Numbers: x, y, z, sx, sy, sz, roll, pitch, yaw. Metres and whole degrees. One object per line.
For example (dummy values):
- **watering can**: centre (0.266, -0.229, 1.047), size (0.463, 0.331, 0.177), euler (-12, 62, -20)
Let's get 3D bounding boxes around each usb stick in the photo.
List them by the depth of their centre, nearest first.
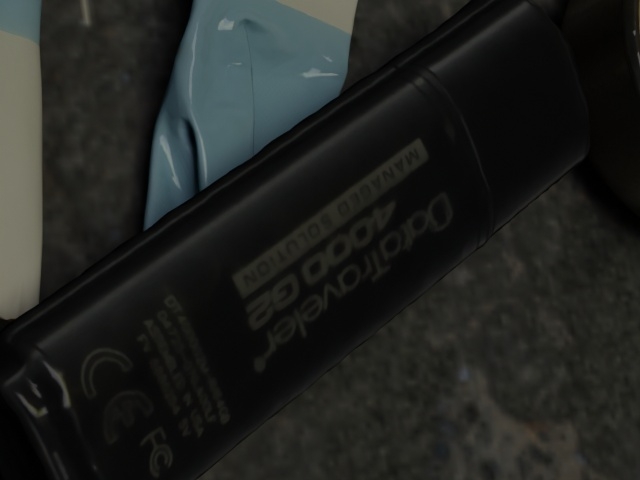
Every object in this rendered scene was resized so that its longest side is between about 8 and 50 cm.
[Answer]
- **usb stick**: centre (0.000, 0.000, 0.640), size (0.278, 0.045, 0.077), euler (-37, 114, -39)

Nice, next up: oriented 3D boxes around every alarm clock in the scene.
- **alarm clock**: centre (0.153, -0.083, 0.765), size (0.129, 0.064, 0.192), euler (2, 77, -30)

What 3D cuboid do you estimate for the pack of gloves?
- **pack of gloves**: centre (-0.073, -0.074, 0.652), size (0.195, 0.046, 0.232), euler (21, 68, -37)
